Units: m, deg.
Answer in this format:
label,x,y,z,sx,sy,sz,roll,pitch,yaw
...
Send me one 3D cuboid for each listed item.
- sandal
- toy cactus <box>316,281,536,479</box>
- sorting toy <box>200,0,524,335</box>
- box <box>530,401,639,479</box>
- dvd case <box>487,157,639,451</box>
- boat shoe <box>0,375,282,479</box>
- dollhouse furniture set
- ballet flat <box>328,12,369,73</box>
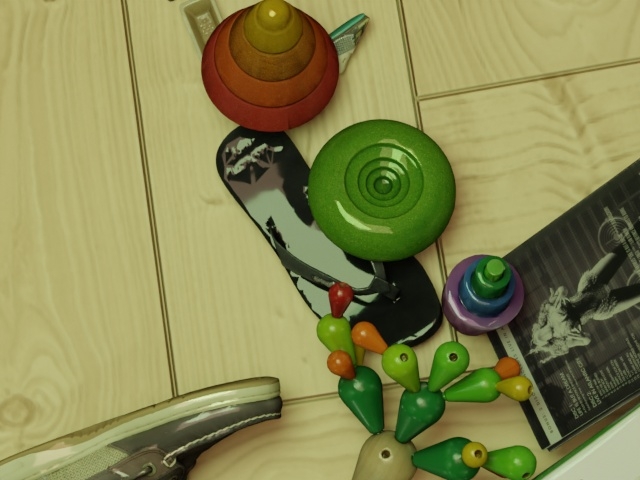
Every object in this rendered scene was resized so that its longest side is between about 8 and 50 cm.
label,x,y,z,sx,sy,sz,roll,pitch,yaw
sandal,-0.001,0.000,1.435,0.097,0.054,0.254,-45,78,-2
toy cactus,0.073,0.147,1.372,0.219,0.112,0.180,31,118,7
sorting toy,0.039,-0.078,1.361,0.127,0.126,0.365,-38,78,-13
box,0.301,0.240,1.324,0.262,0.127,0.231,-36,80,1
dvd case,0.234,0.048,1.349,0.221,0.018,0.164,-38,61,28
boat shoe,-0.157,0.193,1.401,0.285,0.103,0.092,-21,83,7
dollhouse furniture set,-0.095,-0.224,1.472,0.091,0.081,0.114,-23,78,2
ballet flat,-0.001,-0.161,1.477,0.114,0.041,0.041,-30,78,1
